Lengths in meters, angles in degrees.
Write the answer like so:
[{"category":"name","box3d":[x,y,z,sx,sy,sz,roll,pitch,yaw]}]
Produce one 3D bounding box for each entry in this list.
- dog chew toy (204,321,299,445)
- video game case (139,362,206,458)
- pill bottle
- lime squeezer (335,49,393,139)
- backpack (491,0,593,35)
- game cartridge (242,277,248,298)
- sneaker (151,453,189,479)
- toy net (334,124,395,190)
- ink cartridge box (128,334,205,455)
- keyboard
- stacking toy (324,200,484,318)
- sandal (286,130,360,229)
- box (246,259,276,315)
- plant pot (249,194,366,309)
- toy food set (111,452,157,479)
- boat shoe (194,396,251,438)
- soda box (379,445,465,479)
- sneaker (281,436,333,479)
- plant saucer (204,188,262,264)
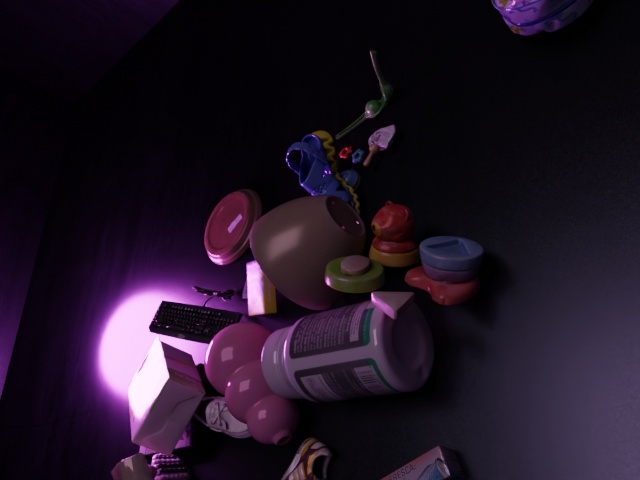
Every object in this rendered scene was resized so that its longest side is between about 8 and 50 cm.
[{"category":"dog chew toy","box3d":[-0.161,0.366,1.503,0.206,0.207,0.331,-48,50,16]},{"category":"video game case","box3d":[-0.456,0.528,1.841,0.275,0.035,0.248,-24,52,37]},{"category":"pill bottle","box3d":[0.050,0.251,1.328,0.361,0.204,0.204,-19,56,39]},{"category":"lime squeezer","box3d":[0.141,-0.393,1.683,0.058,0.110,0.310,62,148,27]},{"category":"backpack","box3d":[0.503,-0.641,1.345,0.290,0.273,0.355,2,83,40]},{"category":"game cartridge","box3d":[-0.208,0.137,1.814,0.056,0.017,0.083,-8,63,48]},{"category":"sneaker","box3d":[-0.410,0.708,1.644,0.292,0.110,0.118,43,111,50]},{"category":"toy net","box3d":[0.124,-0.238,1.654,0.232,0.045,0.122,-41,42,21]},{"category":"ink cartridge box","box3d":[-0.456,0.433,1.735,0.207,0.119,0.353,-60,23,1]},{"category":"keyboard","box3d":[-0.379,0.220,1.857,0.317,0.033,0.201,5,52,28]},{"category":"stacking toy","box3d":[0.169,0.026,1.262,0.309,0.280,0.130,25,123,47]},{"category":"sandal","box3d":[-0.002,-0.153,1.612,0.126,0.138,0.317,-39,68,39]},{"category":"box","box3d":[-0.170,0.124,1.706,0.109,0.043,0.178,-19,72,57]},{"category":"plant pot","box3d":[0.000,0.000,1.448,0.191,0.284,0.284,-42,44,29]},{"category":"toy food set","box3d":[-0.477,0.700,1.610,0.219,0.093,0.306,64,150,15]},{"category":"boat shoe","box3d":[-0.271,0.477,1.625,0.277,0.096,0.098,-8,63,45]},{"category":"soda box","box3d":[0.188,0.473,1.169,0.183,0.058,0.063,-41,44,24]},{"category":"sneaker","box3d":[-0.036,0.548,1.356,0.084,0.070,0.185,17,83,55]},{"category":"plant saucer","box3d":[-0.301,-0.053,2.002,0.278,0.041,0.277,-24,52,35]}]
